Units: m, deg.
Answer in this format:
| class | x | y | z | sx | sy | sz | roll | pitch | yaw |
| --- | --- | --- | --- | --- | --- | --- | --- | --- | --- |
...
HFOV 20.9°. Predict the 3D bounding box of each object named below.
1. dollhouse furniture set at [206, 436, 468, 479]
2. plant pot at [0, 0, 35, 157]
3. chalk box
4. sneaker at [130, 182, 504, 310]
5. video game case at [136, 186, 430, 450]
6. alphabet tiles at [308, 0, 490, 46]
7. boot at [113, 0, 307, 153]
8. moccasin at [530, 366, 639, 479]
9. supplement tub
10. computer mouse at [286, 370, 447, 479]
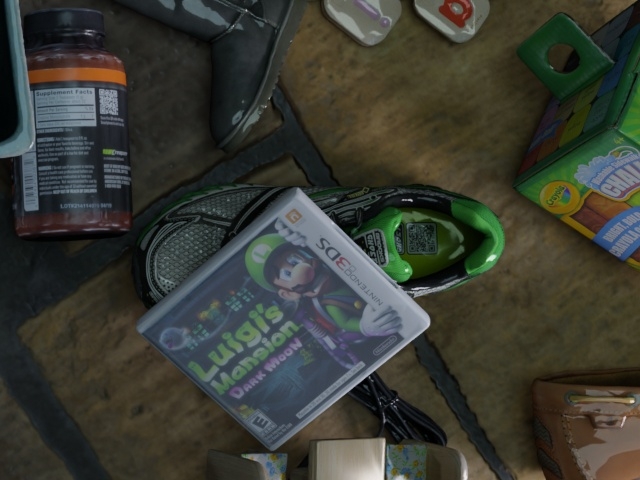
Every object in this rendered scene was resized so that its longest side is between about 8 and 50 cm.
| class | x | y | z | sx | sy | sz | roll | pitch | yaw |
| --- | --- | --- | --- | --- | --- | --- | --- | --- | --- |
| dollhouse furniture set | 0.031 | 0.290 | 1.465 | 0.212 | 0.161 | 0.242 | 2 | 91 | -32 |
| plant pot | -0.377 | -0.167 | 1.398 | 0.247 | 0.252 | 0.248 | -6 | 88 | -15 |
| chalk box | 0.310 | -0.101 | 1.608 | 0.289 | 0.180 | 0.179 | 31 | 63 | -11 |
| sneaker | 0.000 | 0.000 | 1.548 | 0.343 | 0.146 | 0.134 | -9 | 89 | -15 |
| video game case | -0.032 | 0.072 | 1.496 | 0.190 | 0.022 | 0.173 | -40 | 110 | 17 |
| alphabet tiles | 0.073 | -0.332 | 1.656 | 0.278 | 0.021 | 0.284 | 36 | 77 | -8 |
| boot | -0.132 | -0.200 | 1.562 | 0.208 | 0.076 | 0.190 | 27 | 65 | -19 |
| moccasin | 0.380 | 0.133 | 1.660 | 0.380 | 0.139 | 0.147 | -11 | 98 | -7 |
| supplement tub | -0.219 | -0.100 | 1.515 | 0.106 | 0.106 | 0.198 | -2 | 86 | -16 |
| computer mouse | -0.015 | 0.215 | 1.573 | 0.262 | 0.060 | 0.184 | -43 | 99 | -14 |
